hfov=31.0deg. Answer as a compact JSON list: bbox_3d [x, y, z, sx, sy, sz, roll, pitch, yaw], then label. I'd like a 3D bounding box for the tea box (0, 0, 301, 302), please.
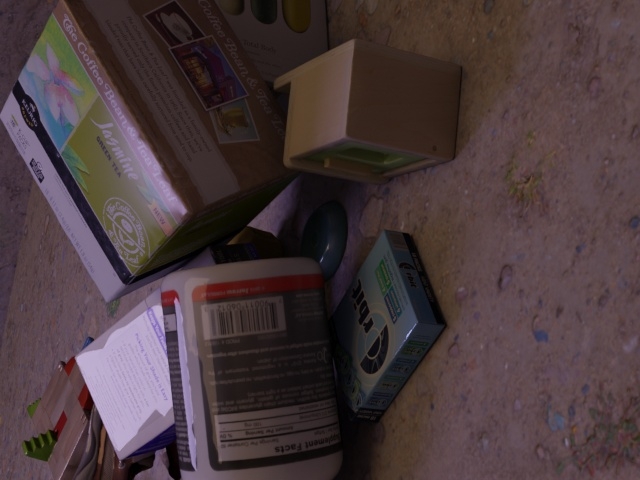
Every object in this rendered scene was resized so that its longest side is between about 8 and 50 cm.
[{"bbox_3d":[-0.237,-0.143,1.589,0.329,0.220,0.323,58,142,7],"label":"tea box"}]

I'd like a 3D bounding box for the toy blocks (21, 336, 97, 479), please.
[{"bbox_3d":[-0.456,0.321,2.305,0.261,0.190,0.381,-63,29,6],"label":"toy blocks"}]

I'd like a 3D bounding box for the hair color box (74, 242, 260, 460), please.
[{"bbox_3d":[-0.201,0.168,1.717,0.339,0.110,0.185,-37,72,33],"label":"hair color box"}]

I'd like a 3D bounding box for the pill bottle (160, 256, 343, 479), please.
[{"bbox_3d":[-0.082,0.211,1.460,0.210,0.210,0.363,-12,83,62],"label":"pill bottle"}]

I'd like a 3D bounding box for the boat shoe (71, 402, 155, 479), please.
[{"bbox_3d":[-0.322,0.339,1.877,0.123,0.116,0.324,93,-171,-71],"label":"boat shoe"}]

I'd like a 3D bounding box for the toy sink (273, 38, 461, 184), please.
[{"bbox_3d":[0.046,-0.149,1.450,0.234,0.152,0.131,-10,72,62],"label":"toy sink"}]

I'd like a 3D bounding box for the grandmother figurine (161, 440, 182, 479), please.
[{"bbox_3d":[-0.220,0.315,1.890,0.208,0.104,0.342,94,161,-44],"label":"grandmother figurine"}]

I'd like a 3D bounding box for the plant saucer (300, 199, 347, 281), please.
[{"bbox_3d":[0.000,0.000,1.635,0.119,0.021,0.119,-32,53,56],"label":"plant saucer"}]

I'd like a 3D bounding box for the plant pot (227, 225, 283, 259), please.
[{"bbox_3d":[-0.102,0.026,1.772,0.083,0.081,0.081,-68,28,11],"label":"plant pot"}]

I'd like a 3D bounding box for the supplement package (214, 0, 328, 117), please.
[{"bbox_3d":[-0.120,-0.307,1.788,0.198,0.199,0.263,-40,46,52],"label":"supplement package"}]

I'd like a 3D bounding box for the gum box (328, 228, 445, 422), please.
[{"bbox_3d":[0.074,0.106,1.424,0.184,0.041,0.157,-61,32,36],"label":"gum box"}]
